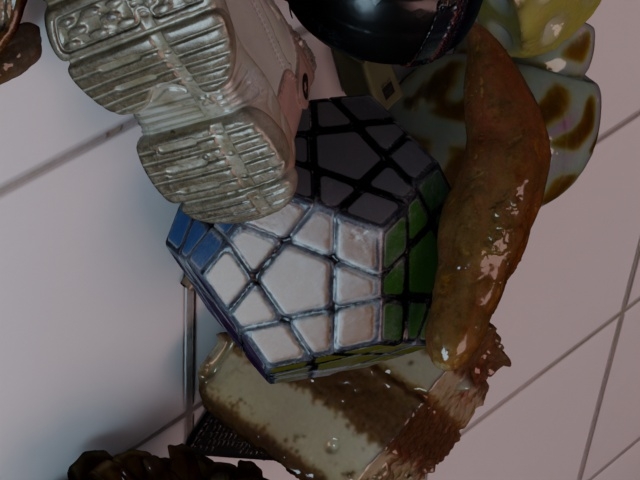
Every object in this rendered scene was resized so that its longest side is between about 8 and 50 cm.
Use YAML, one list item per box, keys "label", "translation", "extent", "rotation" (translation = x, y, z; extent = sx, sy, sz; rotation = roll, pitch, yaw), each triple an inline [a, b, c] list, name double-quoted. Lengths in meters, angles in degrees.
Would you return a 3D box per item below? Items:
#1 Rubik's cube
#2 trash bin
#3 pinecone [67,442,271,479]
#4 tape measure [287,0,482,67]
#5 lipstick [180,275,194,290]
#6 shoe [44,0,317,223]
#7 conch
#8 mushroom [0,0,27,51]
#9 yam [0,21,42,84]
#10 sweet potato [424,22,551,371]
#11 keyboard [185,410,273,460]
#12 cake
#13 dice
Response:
- label: "Rubik's cube"
  translation: [0.000, 0.001, 1.781]
  extent: [0.264, 0.319, 0.319]
  rotation: [28, 100, -28]
- label: "trash bin"
  translation: [0.049, -0.191, 1.894]
  extent: [0.043, 0.061, 0.092]
  rotation: [-45, 147, -13]
- label: "pinecone"
  translation: [-0.160, 0.397, 1.887]
  extent: [0.397, 0.398, 0.398]
  rotation: [-35, 146, -29]
- label: "tape measure"
  translation: [0.060, -0.274, 1.663]
  extent: [0.202, 0.223, 0.135]
  rotation: [-28, 150, -33]
- label: "lipstick"
  translation: [-0.125, 0.014, 1.905]
  extent: [0.094, 0.019, 0.019]
  rotation: [-56, 150, 6]
- label: "shoe"
  translation: [-0.124, -0.195, 1.563]
  extent: [0.198, 0.172, 0.351]
  rotation: [-74, 150, -46]
- label: "conch"
  translation: [0.208, -0.161, 1.990]
  extent: [0.197, 0.249, 0.368]
  rotation: [132, -20, -64]
- label: "mushroom"
  translation: [-0.297, -0.200, 1.403]
  extent: [0.123, 0.052, 0.123]
  rotation: [-27, 137, -28]
- label: "yam"
  translation: [-0.343, -0.115, 1.434]
  extent: [0.264, 0.046, 0.046]
  rotation: [-33, 145, -29]
- label: "sweet potato"
  translation: [0.173, -0.042, 1.696]
  extent: [0.095, 0.106, 0.355]
  rotation: [160, -62, -74]
- label: "keyboard"
  translation: [-0.085, 0.248, 2.210]
  extent: [0.087, 0.017, 0.250]
  rotation: [-57, 150, 9]
- label: "cake"
  translation: [0.046, 0.161, 2.023]
  extent: [0.290, 0.282, 0.256]
  rotation: [-55, 158, -6]
- label: "dice"
  translation: [0.215, -0.318, 1.880]
  extent: [0.169, 0.169, 0.166]
  rotation: [-43, 148, -19]
